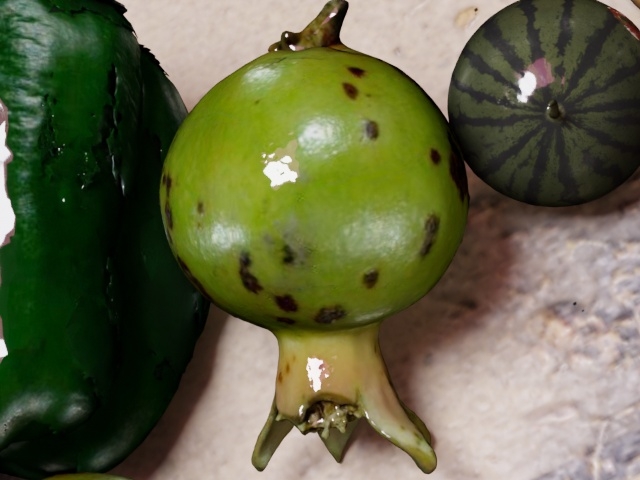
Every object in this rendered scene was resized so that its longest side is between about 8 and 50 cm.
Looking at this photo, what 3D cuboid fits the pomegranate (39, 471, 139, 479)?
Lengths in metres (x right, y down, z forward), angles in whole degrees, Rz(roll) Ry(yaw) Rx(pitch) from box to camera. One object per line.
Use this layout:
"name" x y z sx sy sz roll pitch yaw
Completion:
"pomegranate" -0.081 0.182 0.747 0.246 0.198 0.198 -45 60 -9

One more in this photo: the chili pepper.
"chili pepper" -0.192 0.002 0.838 0.248 0.233 0.257 -8 69 11

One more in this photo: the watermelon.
"watermelon" 0.112 -0.066 0.804 0.105 0.133 0.105 2 100 11

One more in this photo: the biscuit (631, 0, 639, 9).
"biscuit" 0.207 -0.225 0.881 0.203 0.041 0.260 -35 62 6

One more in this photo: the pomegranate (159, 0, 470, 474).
"pomegranate" 0.010 0.006 0.803 0.156 0.156 0.220 -22 104 13
